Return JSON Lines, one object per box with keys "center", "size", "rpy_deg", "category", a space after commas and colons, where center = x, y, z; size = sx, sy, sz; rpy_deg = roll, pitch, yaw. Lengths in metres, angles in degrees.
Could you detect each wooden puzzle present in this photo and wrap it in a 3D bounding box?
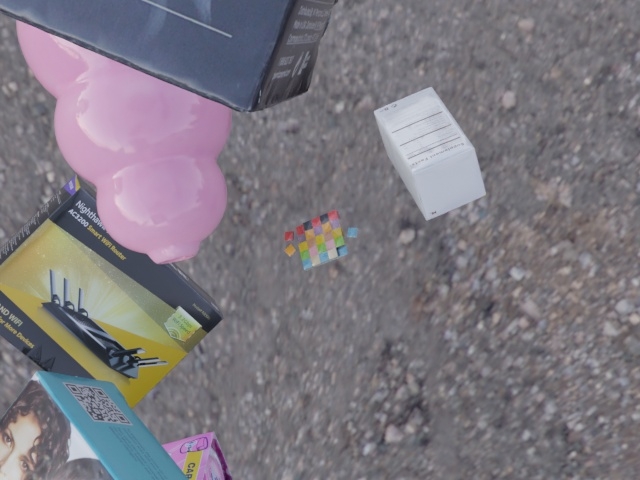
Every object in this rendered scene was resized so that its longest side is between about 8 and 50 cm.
{"center": [0.000, 0.000, 1.177], "size": [0.083, 0.006, 0.049], "rpy_deg": [-23, 65, 21], "category": "wooden puzzle"}

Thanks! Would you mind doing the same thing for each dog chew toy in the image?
{"center": [-0.182, -0.141, 1.172], "size": [0.207, 0.206, 0.331], "rpy_deg": [-13, 85, -8], "category": "dog chew toy"}

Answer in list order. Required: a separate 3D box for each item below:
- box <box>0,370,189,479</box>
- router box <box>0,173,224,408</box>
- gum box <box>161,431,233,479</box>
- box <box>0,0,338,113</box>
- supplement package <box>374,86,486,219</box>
{"center": [-0.166, 0.190, 0.579], "size": [0.100, 0.060, 0.244], "rpy_deg": [43, 101, 31], "category": "box"}
{"center": [-0.339, 0.093, 1.756], "size": [0.243, 0.081, 0.309], "rpy_deg": [-45, 114, 1], "category": "router box"}
{"center": [-0.131, 0.227, 0.875], "size": [0.107, 0.188, 0.062], "rpy_deg": [-16, 109, 8], "category": "gum box"}
{"center": [-0.116, -0.267, 0.520], "size": [0.343, 0.179, 0.312], "rpy_deg": [22, 101, 3], "category": "box"}
{"center": [0.170, -0.137, 1.822], "size": [0.105, 0.105, 0.179], "rpy_deg": [-23, 43, -2], "category": "supplement package"}
